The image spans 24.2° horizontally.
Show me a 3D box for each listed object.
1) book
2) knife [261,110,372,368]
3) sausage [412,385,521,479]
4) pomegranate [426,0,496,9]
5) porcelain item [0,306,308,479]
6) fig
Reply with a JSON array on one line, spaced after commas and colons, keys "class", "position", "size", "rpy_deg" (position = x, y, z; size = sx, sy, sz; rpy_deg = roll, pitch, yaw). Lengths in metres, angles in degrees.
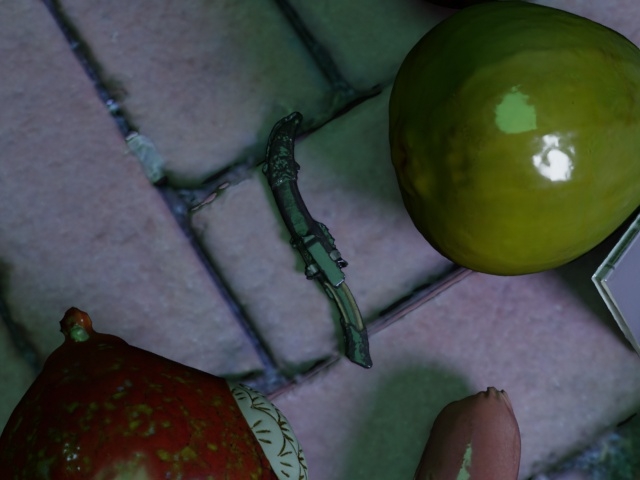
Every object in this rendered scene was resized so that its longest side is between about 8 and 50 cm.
[{"class": "book", "position": [0.280, -0.006, 1.140], "size": [0.014, 0.127, 0.181], "rpy_deg": [29, 75, 41]}, {"class": "knife", "position": [-0.006, 0.001, 1.199], "size": [0.046, 0.021, 0.222], "rpy_deg": [-16, 75, -4]}, {"class": "sausage", "position": [0.074, 0.311, 1.078], "size": [0.088, 0.088, 0.433], "rpy_deg": [12, 71, 5]}, {"class": "pomegranate", "position": [0.134, -0.250, 1.207], "size": [0.159, 0.129, 0.129], "rpy_deg": [-3, 76, -7]}, {"class": "porcelain item", "position": [-0.137, 0.156, 1.055], "size": [0.253, 0.253, 0.253], "rpy_deg": [-1, 76, 2]}, {"class": "fig", "position": [0.158, -0.084, 1.129], "size": [0.230, 0.207, 0.207], "rpy_deg": [-29, 75, -35]}]
